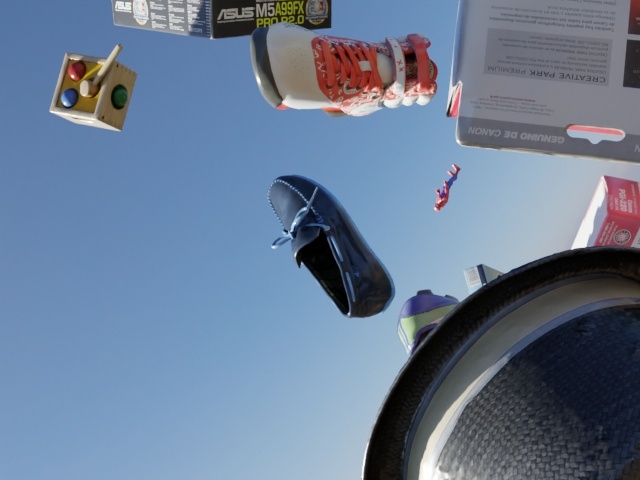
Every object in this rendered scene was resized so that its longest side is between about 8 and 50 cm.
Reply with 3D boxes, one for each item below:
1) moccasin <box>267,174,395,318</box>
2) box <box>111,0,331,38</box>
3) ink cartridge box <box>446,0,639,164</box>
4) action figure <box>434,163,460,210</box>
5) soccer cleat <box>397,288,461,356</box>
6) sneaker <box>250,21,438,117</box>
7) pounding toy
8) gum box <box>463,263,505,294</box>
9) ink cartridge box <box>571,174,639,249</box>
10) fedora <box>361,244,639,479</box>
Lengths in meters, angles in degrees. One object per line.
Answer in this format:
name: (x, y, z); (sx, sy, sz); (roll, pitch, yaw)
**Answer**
moccasin: (0.000, 0.000, 1.481); (0.116, 0.342, 0.138); (-18, -39, -38)
box: (-0.149, -0.345, 1.194); (0.216, 0.270, 0.060); (-16, -65, -38)
ink cartridge box: (0.310, -0.208, 0.939); (0.130, 0.309, 0.272); (70, -153, -80)
action figure: (0.248, -0.101, 1.607); (0.038, 0.030, 0.115); (-52, 12, 54)
soccer cleat: (0.245, 0.146, 1.097); (0.121, 0.289, 0.093); (-82, 3, -56)
sneaker: (0.039, -0.187, 0.856); (0.270, 0.144, 0.090); (-5, -93, -69)
pounding toy: (-0.391, -0.272, 1.411); (0.100, 0.141, 0.130); (22, -99, -65)
gum box: (0.336, 0.135, 1.511); (0.041, 0.157, 0.184); (-22, -20, 26)
ink cartridge box: (0.478, 0.014, 1.122); (0.092, 0.217, 0.159); (-76, -5, -47)
fedora: (0.194, 0.175, 0.588); (0.334, 0.334, 0.152); (-62, 25, 15)
